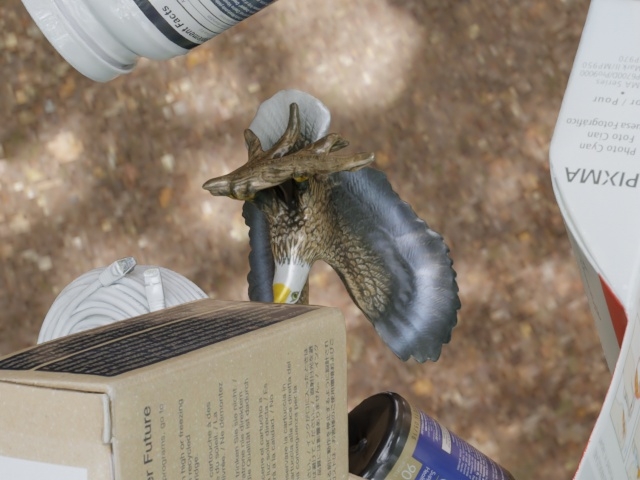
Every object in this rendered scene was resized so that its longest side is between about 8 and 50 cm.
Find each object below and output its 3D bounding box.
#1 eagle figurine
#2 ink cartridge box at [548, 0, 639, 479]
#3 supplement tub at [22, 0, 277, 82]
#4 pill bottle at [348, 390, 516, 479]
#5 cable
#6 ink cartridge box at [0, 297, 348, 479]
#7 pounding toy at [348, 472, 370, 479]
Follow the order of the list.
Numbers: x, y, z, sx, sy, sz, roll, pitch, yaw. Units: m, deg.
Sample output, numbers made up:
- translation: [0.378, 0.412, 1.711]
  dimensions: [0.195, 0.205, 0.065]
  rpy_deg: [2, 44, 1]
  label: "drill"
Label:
- translation: [-0.006, 0.009, 1.815]
  dimensions: [0.225, 0.226, 0.298]
  rpy_deg: [-45, 136, -11]
  label: "eagle figurine"
- translation: [0.209, 0.072, 1.165]
  dimensions: [0.091, 0.385, 0.308]
  rpy_deg: [8, 149, 24]
  label: "ink cartridge box"
- translation: [-0.100, -0.263, 1.330]
  dimensions: [0.272, 0.191, 0.191]
  rpy_deg: [-27, 139, 15]
  label: "supplement tub"
- translation: [0.115, 0.250, 1.624]
  dimensions: [0.219, 0.123, 0.123]
  rpy_deg: [36, 115, -21]
  label: "pill bottle"
- translation: [-0.191, 0.151, 1.726]
  dimensions: [0.257, 0.257, 0.089]
  rpy_deg: [-20, 179, 42]
  label: "cable"
- translation: [-0.066, 0.155, 0.735]
  dimensions: [0.193, 0.088, 0.234]
  rpy_deg: [-13, 105, -59]
  label: "ink cartridge box"
- translation: [-0.025, 0.264, 1.168]
  dimensions: [0.110, 0.183, 0.237]
  rpy_deg: [8, 105, -61]
  label: "pounding toy"
